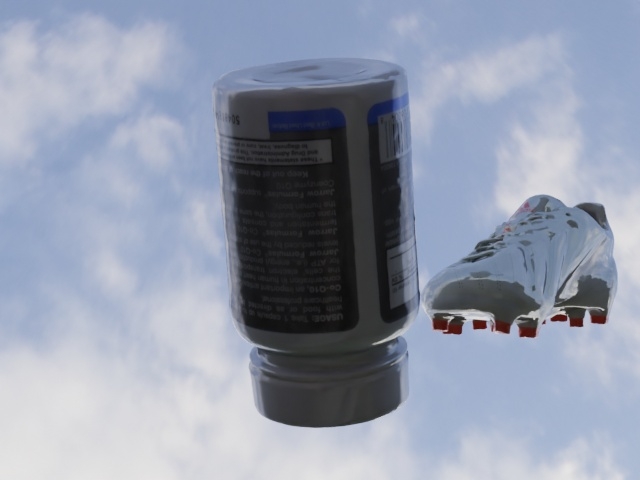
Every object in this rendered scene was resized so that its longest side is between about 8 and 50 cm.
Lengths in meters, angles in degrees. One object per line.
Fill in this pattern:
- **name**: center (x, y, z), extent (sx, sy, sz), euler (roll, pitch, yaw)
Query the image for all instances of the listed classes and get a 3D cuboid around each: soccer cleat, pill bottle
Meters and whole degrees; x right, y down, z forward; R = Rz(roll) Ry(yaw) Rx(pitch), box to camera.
- **soccer cleat**: center (0.111, 0.012, 0.777), extent (0.068, 0.196, 0.076), euler (0, -89, 32)
- **pill bottle**: center (0.000, 0.000, 0.566), extent (0.078, 0.078, 0.137), euler (-4, -75, -1)
